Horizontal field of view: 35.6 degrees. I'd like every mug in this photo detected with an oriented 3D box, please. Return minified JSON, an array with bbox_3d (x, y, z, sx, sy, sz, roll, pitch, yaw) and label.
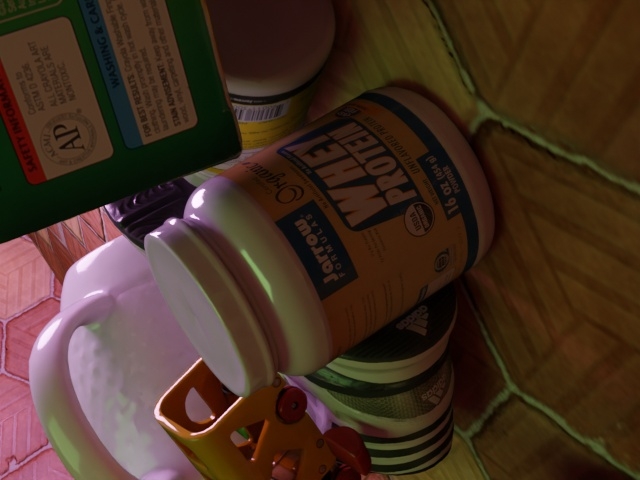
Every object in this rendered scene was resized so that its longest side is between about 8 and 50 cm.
[{"bbox_3d":[-0.155,0.153,1.048,0.328,0.276,0.374,64,-156,7],"label":"mug"}]

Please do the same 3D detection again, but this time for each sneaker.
[{"bbox_3d":[-0.051,0.067,0.922,0.447,0.169,0.257,36,148,41],"label":"sneaker"}]

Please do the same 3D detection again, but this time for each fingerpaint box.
[{"bbox_3d":[-0.227,-0.279,0.573,0.371,0.163,0.444,47,155,52],"label":"fingerpaint box"}]

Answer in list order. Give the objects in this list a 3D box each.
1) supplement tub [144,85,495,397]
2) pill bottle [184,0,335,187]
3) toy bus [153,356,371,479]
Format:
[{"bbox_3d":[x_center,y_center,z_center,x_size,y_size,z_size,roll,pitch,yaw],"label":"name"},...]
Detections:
[{"bbox_3d":[0.000,0.000,0.665,0.144,0.200,0.144,47,157,27],"label":"supplement tub"},{"bbox_3d":[-0.065,-0.120,0.764,0.119,0.119,0.208,55,159,10],"label":"pill bottle"},{"bbox_3d":[-0.050,0.185,0.830,0.202,0.104,0.191,40,157,13],"label":"toy bus"}]
